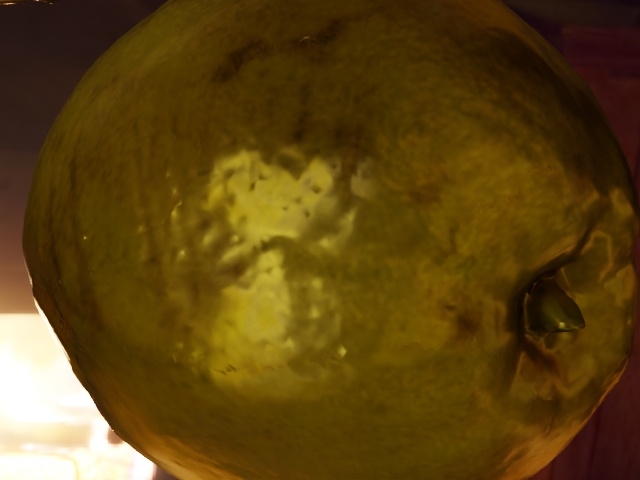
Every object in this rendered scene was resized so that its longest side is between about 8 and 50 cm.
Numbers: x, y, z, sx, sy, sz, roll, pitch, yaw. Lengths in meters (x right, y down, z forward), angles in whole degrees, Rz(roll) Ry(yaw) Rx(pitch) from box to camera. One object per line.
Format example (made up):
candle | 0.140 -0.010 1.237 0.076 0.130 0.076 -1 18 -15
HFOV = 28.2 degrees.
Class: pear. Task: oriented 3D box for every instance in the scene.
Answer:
pear | 0.000 0.000 0.589 0.269 0.269 0.321 -8 11 -36

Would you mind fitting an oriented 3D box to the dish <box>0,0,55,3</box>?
dish | -0.099 -0.119 0.341 0.262 0.108 0.221 -8 6 -25
